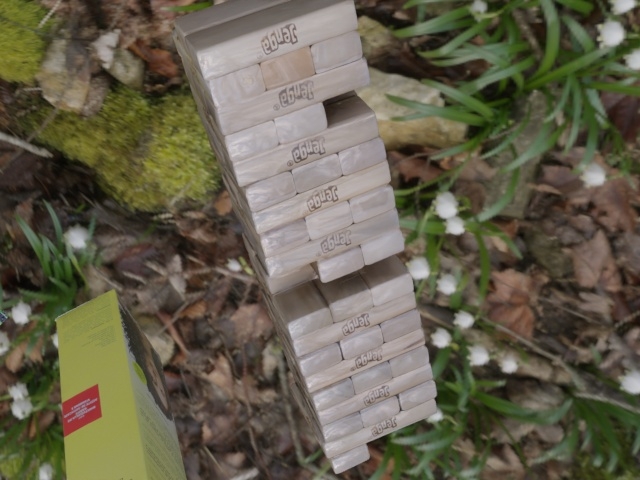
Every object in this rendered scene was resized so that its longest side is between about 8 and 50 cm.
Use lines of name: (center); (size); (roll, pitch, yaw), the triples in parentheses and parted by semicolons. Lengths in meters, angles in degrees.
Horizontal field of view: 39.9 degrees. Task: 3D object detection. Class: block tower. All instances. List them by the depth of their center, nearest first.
block tower: (0.000, 0.000, 0.578); (0.097, 0.091, 0.335); (-21, 126, -10)

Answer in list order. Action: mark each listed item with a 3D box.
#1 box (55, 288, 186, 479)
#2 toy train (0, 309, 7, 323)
box: (-0.142, 0.136, 0.630); (0.058, 0.232, 0.087); (-26, 126, -2)
toy train: (-0.387, 0.111, 0.997); (0.017, 0.023, 0.083); (51, 63, -24)
